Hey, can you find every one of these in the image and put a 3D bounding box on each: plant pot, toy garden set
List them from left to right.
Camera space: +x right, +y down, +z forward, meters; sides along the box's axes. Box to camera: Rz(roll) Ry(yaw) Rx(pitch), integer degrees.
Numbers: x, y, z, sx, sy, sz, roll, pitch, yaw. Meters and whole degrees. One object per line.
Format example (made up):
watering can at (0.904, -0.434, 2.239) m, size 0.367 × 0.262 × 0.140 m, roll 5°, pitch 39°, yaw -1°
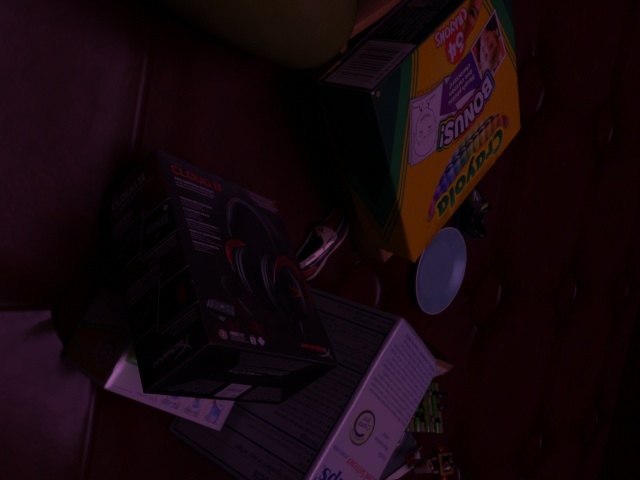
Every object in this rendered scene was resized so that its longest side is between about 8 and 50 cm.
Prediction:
plant pot at (-0.067, -0.333, 0.754) m, size 0.293 × 0.274 × 0.275 m, roll 36°, pitch 74°, yaw -63°
toy garden set at (0.220, 0.381, 1.313) m, size 0.244 × 0.049 × 0.204 m, roll 31°, pitch 52°, yaw -60°

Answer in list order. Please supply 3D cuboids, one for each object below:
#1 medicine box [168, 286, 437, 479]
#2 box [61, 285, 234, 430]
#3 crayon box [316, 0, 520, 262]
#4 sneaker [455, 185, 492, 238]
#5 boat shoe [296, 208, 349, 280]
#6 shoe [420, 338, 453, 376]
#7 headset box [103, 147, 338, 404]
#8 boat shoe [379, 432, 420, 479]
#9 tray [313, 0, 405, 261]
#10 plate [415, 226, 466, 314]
medicine box at (-0.024, 0.227, 0.937) m, size 0.289 × 0.263 × 0.149 m, roll -57°, pitch 135°, yaw -19°
box at (-0.203, 0.154, 0.834) m, size 0.203 × 0.114 × 0.103 m, roll 39°, pitch 72°, yaw -45°
crayon box at (0.177, -0.204, 1.004) m, size 0.363 × 0.106 × 0.313 m, roll -48°, pitch 137°, yaw -26°
sneaker at (0.321, -0.088, 1.358) m, size 0.067 × 0.078 × 0.188 m, roll -32°, pitch 123°, yaw -37°
boat shoe at (0.000, 0.000, 1.061) m, size 0.137 × 0.049 × 0.043 m, roll -56°, pitch 133°, yaw -13°
shoe at (0.205, 0.246, 1.345) m, size 0.058 × 0.076 × 0.219 m, roll -51°, pitch 141°, yaw 11°
headset box at (-0.126, 0.037, 0.787) m, size 0.110 × 0.293 × 0.218 m, roll -37°, pitch 145°, yaw 23°
boat shoe at (0.073, 0.430, 1.237) m, size 0.319 × 0.116 × 0.099 m, roll -16°, pitch 96°, yaw -45°
tray at (0.106, -0.185, 1.072) m, size 0.203 × 0.076 × 0.411 m, roll -43°, pitch 136°, yaw -31°
plate at (0.247, 0.062, 1.364) m, size 0.188 × 0.024 × 0.188 m, roll -18°, pitch 115°, yaw -43°
